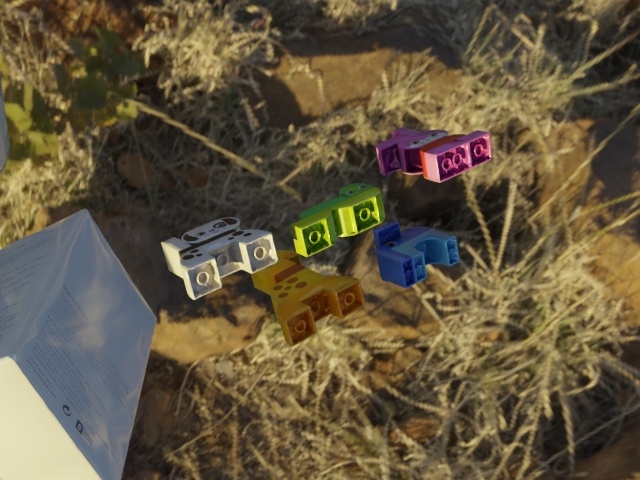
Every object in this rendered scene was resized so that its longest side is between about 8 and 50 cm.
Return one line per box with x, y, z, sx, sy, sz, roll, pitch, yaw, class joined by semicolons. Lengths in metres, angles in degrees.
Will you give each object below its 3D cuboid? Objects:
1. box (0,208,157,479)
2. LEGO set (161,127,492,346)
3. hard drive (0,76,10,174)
-0.315;0.139;0.981;0.215;0.345;0.168;-26;112;8;box
0.000;0.000;0.623;0.227;0.093;0.087;-25;116;-28;LEGO set
-0.208;-0.026;0.372;0.047;0.353;0.233;30;67;-4;hard drive
